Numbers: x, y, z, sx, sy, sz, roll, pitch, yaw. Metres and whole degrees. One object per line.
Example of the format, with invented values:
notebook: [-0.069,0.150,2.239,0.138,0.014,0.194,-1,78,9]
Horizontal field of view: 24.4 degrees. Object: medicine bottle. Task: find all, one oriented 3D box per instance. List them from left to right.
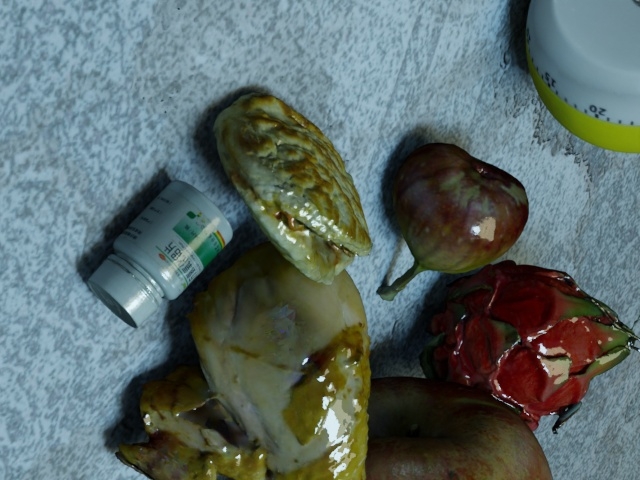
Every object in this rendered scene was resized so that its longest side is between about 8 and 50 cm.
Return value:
medicine bottle: [-0.151,0.014,1.386,0.130,0.080,0.080,-48,146,-17]

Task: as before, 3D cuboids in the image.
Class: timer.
timer: [0.375,-0.212,1.762,0.285,0.285,0.285,-34,140,-34]

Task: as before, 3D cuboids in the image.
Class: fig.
fig: [0.145,-0.021,1.734,0.231,0.160,0.143,127,-17,-63]

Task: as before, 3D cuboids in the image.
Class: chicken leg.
chicken leg: [-0.055,0.219,1.527,0.295,0.409,0.182,-21,-178,-4]

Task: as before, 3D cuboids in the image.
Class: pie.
pie: [-0.024,-0.051,1.443,0.084,0.179,0.205,-33,152,16]

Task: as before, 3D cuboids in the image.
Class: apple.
apple: [0.104,0.318,1.734,0.348,0.348,0.277,-23,119,-43]

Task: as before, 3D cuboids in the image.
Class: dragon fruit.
dragon fruit: [0.274,0.125,1.890,0.293,0.234,0.234,-11,133,-9]
